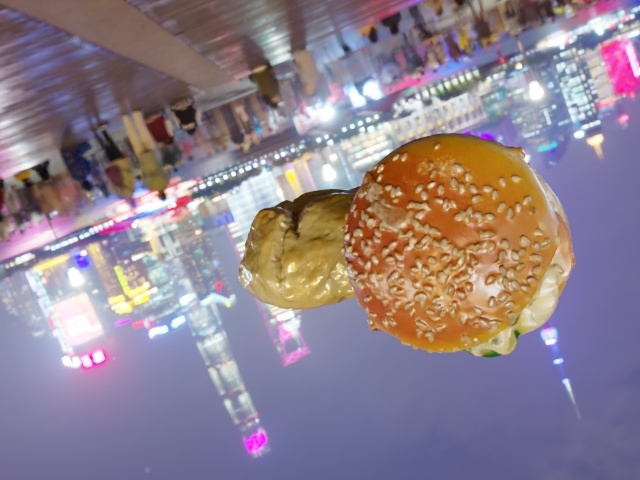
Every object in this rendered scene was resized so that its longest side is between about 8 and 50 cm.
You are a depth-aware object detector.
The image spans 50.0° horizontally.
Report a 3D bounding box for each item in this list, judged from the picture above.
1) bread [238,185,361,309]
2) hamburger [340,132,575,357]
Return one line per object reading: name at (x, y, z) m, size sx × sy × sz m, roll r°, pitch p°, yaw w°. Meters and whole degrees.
bread at (0.000, 0.000, 0.949) m, size 0.245 × 0.134 × 0.244 m, roll -15°, pitch -170°, yaw 3°
hamburger at (0.133, 0.003, 0.685) m, size 0.237 × 0.236 × 0.147 m, roll -20°, pitch -174°, yaw 13°
